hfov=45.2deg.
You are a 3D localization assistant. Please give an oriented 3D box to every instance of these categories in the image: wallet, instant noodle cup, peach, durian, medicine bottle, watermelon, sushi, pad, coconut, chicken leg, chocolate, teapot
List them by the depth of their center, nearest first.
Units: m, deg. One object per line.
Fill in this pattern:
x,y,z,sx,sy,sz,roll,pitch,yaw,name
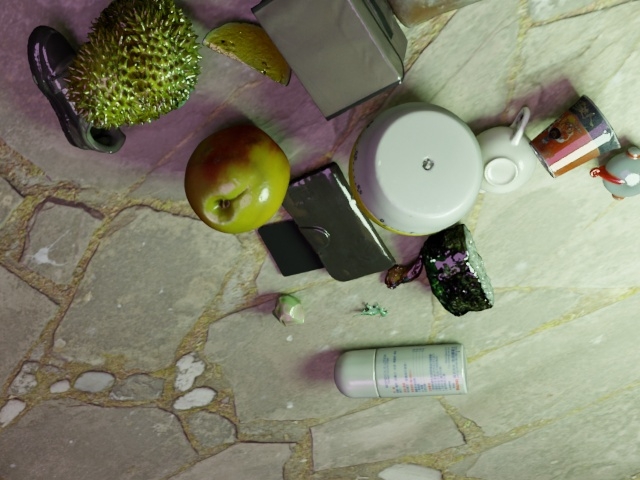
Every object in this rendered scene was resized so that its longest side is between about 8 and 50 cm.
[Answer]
0.226,-0.472,1.358,0.262,0.083,0.161,-20,120,25,chocolate
-0.351,-0.331,1.475,0.291,0.291,0.225,-33,123,30,durian
0.484,-0.193,1.484,0.136,0.127,0.127,-34,116,13,instant noodle cup
-0.128,-0.378,1.498,0.182,0.092,0.075,27,114,-9,watermelon
0.373,-0.169,1.571,0.145,0.092,0.226,21,126,-7,teapot
-0.174,-0.131,1.621,0.231,0.231,0.230,5,129,7,peach
0.309,0.076,1.750,0.127,0.124,0.225,-16,126,19,sushi
0.036,-0.030,1.765,0.165,0.042,0.309,-21,122,21,wallet
0.000,0.000,1.825,0.265,0.009,0.159,-14,124,19,pad
0.209,0.070,1.828,0.145,0.037,0.062,-33,100,31,chicken leg
-0.081,0.176,1.934,0.081,0.083,0.082,-5,106,6,coconut
0.202,0.339,1.976,0.341,0.130,0.130,-6,127,14,medicine bottle

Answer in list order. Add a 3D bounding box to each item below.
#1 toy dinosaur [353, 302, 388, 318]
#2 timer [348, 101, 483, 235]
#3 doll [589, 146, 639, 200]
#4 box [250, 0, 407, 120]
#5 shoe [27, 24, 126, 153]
0.129,0.183,1.937,0.083,0.021,0.062,-33,129,29,toy dinosaur
0.176,-0.136,1.562,0.286,0.285,0.285,5,129,7,timer
0.666,-0.130,1.555,0.245,0.076,0.142,5,128,2,doll
0.026,-0.388,1.409,0.188,0.153,0.252,-22,121,33,box
-0.485,-0.301,1.585,0.149,0.109,0.292,18,141,26,shoe
